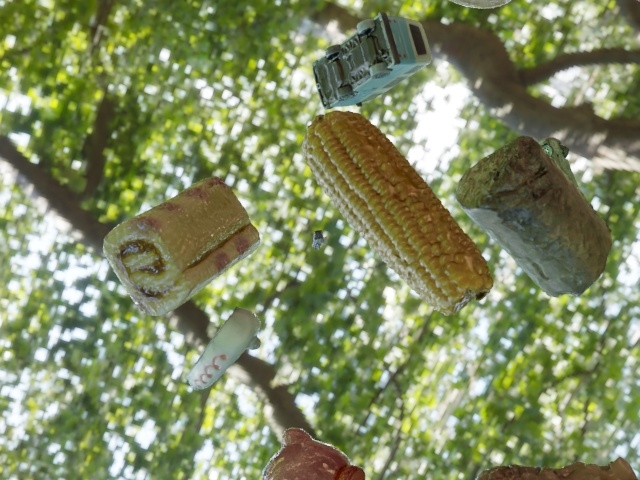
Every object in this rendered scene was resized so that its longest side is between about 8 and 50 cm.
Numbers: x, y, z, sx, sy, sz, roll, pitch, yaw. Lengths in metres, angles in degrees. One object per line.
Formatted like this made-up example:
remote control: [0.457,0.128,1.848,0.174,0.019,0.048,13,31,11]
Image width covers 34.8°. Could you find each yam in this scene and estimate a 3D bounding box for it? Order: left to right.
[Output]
yam: [0.403,-0.050,1.912,0.300,0.195,0.195,43,-169,-25]

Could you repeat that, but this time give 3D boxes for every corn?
corn: [0.096,-0.047,1.373,0.120,0.120,0.363,-1,-138,-50]

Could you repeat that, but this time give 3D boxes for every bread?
bread: [-0.259,0.007,1.945,0.187,0.155,0.338,59,-156,-6]

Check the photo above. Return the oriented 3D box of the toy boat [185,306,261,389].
toy boat: [-0.169,0.204,1.876,0.079,0.207,0.134,39,-138,1]

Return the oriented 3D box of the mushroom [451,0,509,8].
mushroom: [0.240,-0.435,1.408,0.254,0.260,0.234,7,-140,11]

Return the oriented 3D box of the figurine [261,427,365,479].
figurine: [-0.019,0.413,1.694,0.173,0.173,0.173,21,-160,-8]

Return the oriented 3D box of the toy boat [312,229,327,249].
toy boat: [0.000,0.000,2.364,0.038,0.038,0.083,25,163,4]

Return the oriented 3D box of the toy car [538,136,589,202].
toy car: [0.548,-0.128,2.352,0.090,0.076,0.224,-7,-105,-49]

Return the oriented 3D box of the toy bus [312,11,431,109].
toy bus: [0.120,-0.407,2.353,0.165,0.271,0.133,-7,-102,-38]

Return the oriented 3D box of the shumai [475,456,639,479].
shumai: [0.407,0.497,1.727,0.283,0.217,0.346,-32,-85,-28]
